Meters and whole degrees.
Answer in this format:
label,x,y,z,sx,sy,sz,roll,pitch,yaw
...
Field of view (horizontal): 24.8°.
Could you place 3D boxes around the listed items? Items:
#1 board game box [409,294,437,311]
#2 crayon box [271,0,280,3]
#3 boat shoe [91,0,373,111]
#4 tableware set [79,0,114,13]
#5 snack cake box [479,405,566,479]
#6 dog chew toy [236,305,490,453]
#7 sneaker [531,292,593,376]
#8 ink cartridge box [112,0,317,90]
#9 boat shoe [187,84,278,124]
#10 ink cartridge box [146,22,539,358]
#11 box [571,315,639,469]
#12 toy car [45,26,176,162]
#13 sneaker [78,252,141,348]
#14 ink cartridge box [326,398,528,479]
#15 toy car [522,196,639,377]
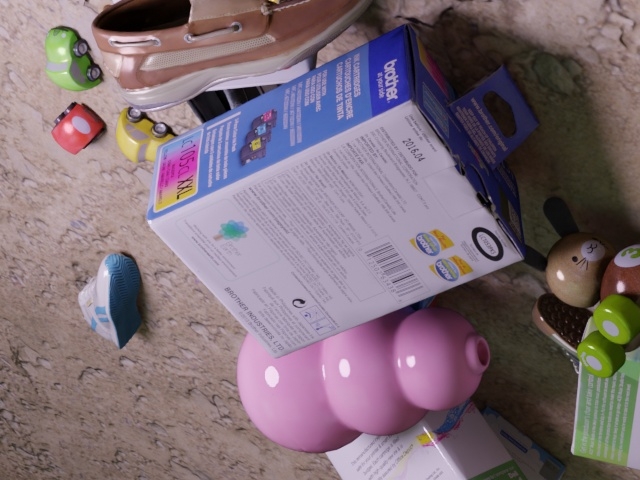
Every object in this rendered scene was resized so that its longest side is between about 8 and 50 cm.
label,x,y,z,sx,sy,sz,roll,pitch,yaw
board game box,0.010,-0.003,1.939,0.316,0.064,0.242,26,147,16
crayon box,-0.072,-0.397,1.326,0.202,0.081,0.319,22,111,21
boat shoe,-0.087,-0.233,1.455,0.324,0.123,0.116,-22,129,19
tableware set,-0.284,-0.327,1.836,0.168,0.020,0.141,32,148,7
snack cake box,0.230,0.359,2.186,0.152,0.089,0.264,38,149,-5
dog chew toy,0.059,0.162,1.869,0.331,0.207,0.207,-11,127,30
sneaker,0.335,0.146,1.821,0.192,0.064,0.086,32,144,1
ink cartridge box,-0.122,-0.299,1.558,0.198,0.115,0.273,-4,137,10
boat shoe,-0.152,-0.220,1.768,0.113,0.105,0.306,5,137,40
ink cartridge box,0.048,-0.056,1.617,0.395,0.151,0.270,-22,131,21
box,0.465,0.208,1.730,0.322,0.058,0.232,11,142,14
toy car,-0.326,-0.193,2.022,0.239,0.053,0.225,10,140,36
sneaker,-0.353,0.093,2.400,0.092,0.087,0.229,30,146,14
ink cartridge box,0.139,0.307,2.028,0.278,0.117,0.201,56,133,21
toy car,0.306,0.028,1.631,0.188,0.155,0.149,39,151,19
